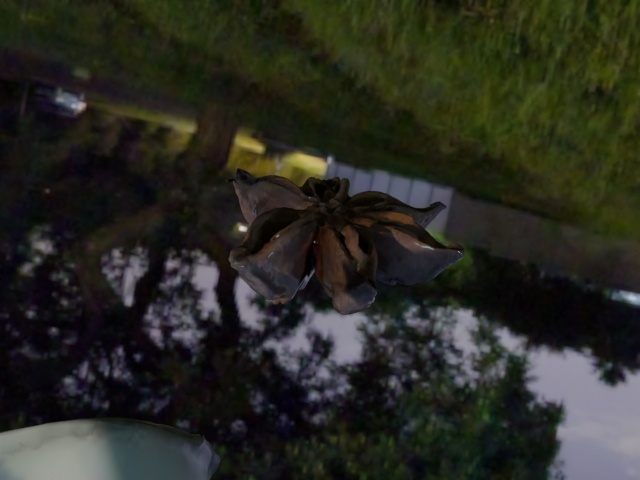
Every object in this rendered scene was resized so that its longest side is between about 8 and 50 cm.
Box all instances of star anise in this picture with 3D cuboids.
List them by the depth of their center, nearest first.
[{"bbox_3d":[0.016,0.000,0.724,0.171,0.063,0.208,4,-159,-7],"label":"star anise"}]

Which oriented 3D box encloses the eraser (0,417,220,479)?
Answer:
[{"bbox_3d":[-0.070,0.221,0.360,0.104,0.290,0.189,-8,157,-6],"label":"eraser"}]
